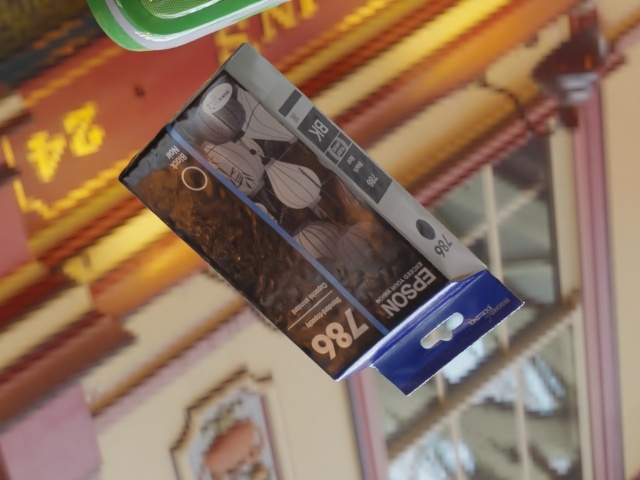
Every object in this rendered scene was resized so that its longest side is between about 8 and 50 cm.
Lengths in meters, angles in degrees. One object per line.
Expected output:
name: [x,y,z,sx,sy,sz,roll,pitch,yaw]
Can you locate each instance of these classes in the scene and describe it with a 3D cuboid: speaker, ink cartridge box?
speaker: [-0.059,-0.261,1.629,0.296,0.131,0.131,-19,-149,29]
ink cartridge box: [0.000,0.000,1.636,0.332,0.165,0.065,41,-146,-7]
